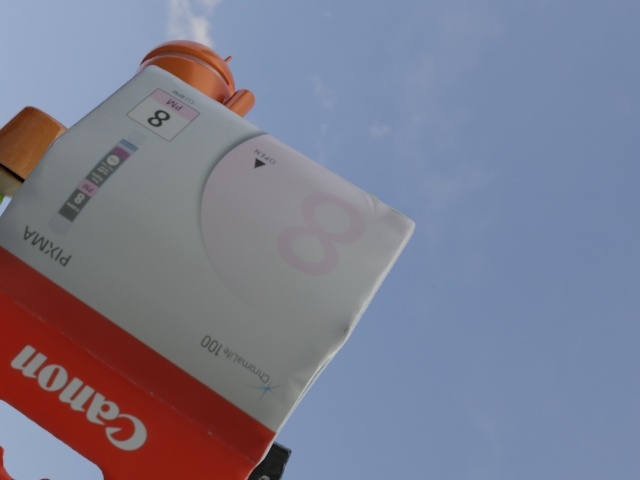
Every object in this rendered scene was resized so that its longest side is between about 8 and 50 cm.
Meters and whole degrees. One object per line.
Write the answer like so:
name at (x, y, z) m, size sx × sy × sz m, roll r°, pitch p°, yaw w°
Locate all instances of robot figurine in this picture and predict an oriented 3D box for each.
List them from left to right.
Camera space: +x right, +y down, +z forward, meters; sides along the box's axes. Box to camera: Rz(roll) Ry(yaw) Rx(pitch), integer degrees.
robot figurine at (-0.173, -0.152, 0.921) m, size 0.158 × 0.128 × 0.219 m, roll -29°, pitch -142°, yaw 43°

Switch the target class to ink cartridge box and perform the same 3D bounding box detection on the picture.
ink cartridge box at (-0.083, 0.028, 0.397) m, size 0.189 × 0.232 × 0.066 m, roll 32°, pitch -40°, yaw 6°

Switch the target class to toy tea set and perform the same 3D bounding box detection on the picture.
toy tea set at (-0.163, 0.022, 0.685) m, size 0.336 × 0.200 × 0.124 m, roll 31°, pitch -102°, yaw 9°

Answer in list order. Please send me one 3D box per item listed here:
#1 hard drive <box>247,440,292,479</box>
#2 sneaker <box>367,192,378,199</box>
hard drive at (-0.145, 0.364, 0.788) m, size 0.064 × 0.338 × 0.237 m, roll 26°, pitch -20°, yaw -5°
sneaker at (0.000, 0.000, 1.117) m, size 0.235 × 0.084 × 0.097 m, roll -27°, pitch -107°, yaw 33°
